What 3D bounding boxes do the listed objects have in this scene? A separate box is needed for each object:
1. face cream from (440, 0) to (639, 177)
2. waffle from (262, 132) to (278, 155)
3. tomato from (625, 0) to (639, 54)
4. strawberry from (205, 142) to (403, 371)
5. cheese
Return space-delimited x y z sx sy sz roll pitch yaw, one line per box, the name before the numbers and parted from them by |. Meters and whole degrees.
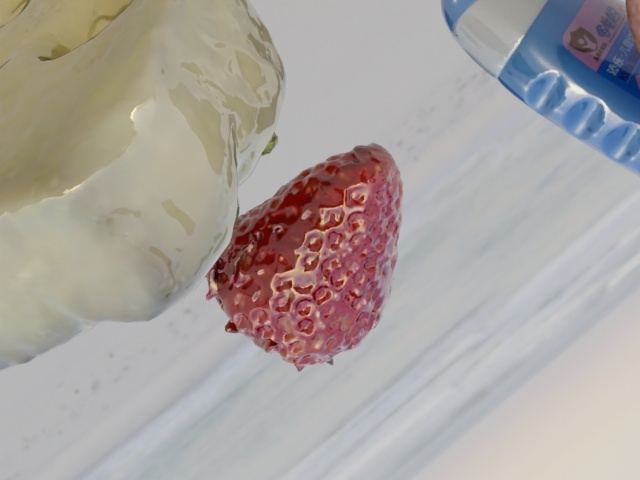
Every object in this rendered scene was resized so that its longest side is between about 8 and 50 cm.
face cream | 0.207 -0.129 0.895 0.149 0.264 0.083 -54 176 -46
waffle | -0.152 -0.112 1.167 0.223 0.054 0.204 -34 144 -8
tomato | 0.307 -0.162 0.662 0.227 0.270 0.270 8 148 -19
strawberry | 0.000 0.000 1.272 0.205 0.205 0.244 -22 148 -56
cheese | -0.166 -0.057 0.694 0.318 0.326 0.115 -43 125 -5
